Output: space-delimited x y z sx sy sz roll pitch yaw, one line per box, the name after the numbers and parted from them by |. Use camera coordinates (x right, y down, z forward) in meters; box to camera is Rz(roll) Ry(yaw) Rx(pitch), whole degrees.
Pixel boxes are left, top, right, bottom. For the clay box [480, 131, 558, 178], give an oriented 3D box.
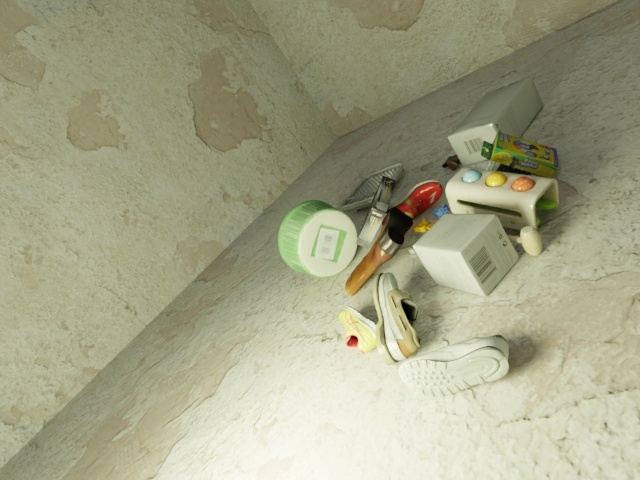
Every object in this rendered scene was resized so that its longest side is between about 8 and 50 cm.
0.635 -0.281 1.321 0.127 0.222 0.053 -58 -15 -47 | clay box

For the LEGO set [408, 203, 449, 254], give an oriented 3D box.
0.385 -0.043 1.359 0.227 0.087 0.093 -38 19 -1 | LEGO set

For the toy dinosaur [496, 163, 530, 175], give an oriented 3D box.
0.633 -0.230 1.361 0.118 0.064 0.268 8 55 31 | toy dinosaur

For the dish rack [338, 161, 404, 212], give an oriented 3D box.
0.268 -0.254 2.065 0.285 0.072 0.333 -15 29 49 | dish rack

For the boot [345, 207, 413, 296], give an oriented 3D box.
0.203 0.040 1.439 0.280 0.096 0.264 -55 8 36 | boot

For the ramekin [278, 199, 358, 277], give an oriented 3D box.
0.000 0.000 1.616 0.303 0.303 0.148 -42 28 -15 | ramekin

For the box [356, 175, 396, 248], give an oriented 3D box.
0.211 -0.108 1.555 0.231 0.056 0.183 -64 -4 -49 | box

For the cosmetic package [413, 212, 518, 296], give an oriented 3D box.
0.381 0.031 1.095 0.151 0.151 0.183 -42 21 -16 | cosmetic package

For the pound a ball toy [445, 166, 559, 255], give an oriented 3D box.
0.495 -0.105 1.146 0.208 0.136 0.319 -40 34 -19 | pound a ball toy

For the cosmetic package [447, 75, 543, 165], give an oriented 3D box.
0.730 -0.496 1.713 0.385 0.156 0.217 -45 21 -25 | cosmetic package

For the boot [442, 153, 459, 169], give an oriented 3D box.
0.583 -0.347 1.787 0.087 0.042 0.118 -37 20 -8 | boot

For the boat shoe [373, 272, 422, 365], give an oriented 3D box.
0.210 0.191 1.103 0.103 0.113 0.302 -27 32 22 | boat shoe

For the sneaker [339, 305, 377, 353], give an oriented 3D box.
0.096 0.256 1.174 0.094 0.081 0.208 -43 21 -12 | sneaker

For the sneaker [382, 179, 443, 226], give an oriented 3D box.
0.356 -0.120 1.589 0.279 0.107 0.118 -38 22 29 | sneaker

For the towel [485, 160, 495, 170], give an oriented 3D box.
0.593 -0.259 1.444 0.023 0.152 0.113 21 44 15 | towel

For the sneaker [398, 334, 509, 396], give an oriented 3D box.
0.280 0.259 0.874 0.235 0.090 0.095 -21 12 29 | sneaker
